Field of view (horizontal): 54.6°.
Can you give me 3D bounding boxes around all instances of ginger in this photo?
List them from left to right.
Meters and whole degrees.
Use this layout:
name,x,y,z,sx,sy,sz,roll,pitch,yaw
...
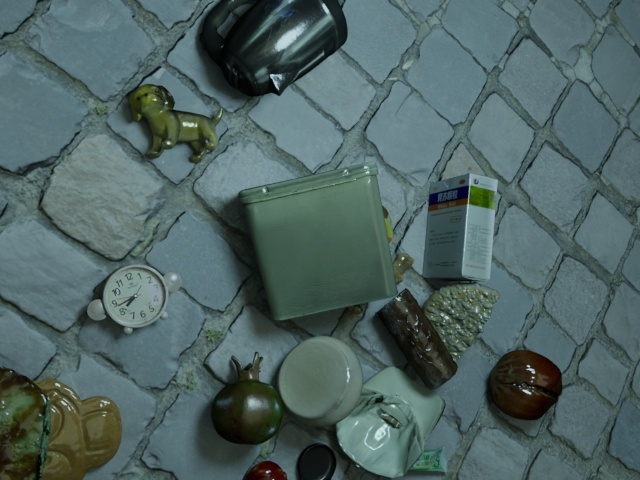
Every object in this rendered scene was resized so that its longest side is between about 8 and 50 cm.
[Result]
name,x,y,z,sx,sy,sz,roll,pitch,yaw
ginger,0.157,0.089,1.781,0.258,0.065,0.149,-32,97,-21

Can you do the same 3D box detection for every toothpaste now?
name,x,y,z,sx,sy,sz,roll,pitch,yaw
toothpaste,0.245,0.639,1.792,0.297,0.048,0.075,7,70,-26

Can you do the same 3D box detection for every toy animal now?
name,x,y,z,sx,sy,sz,roll,pitch,yaw
toy animal,-0.362,-0.289,1.543,0.233,0.121,0.169,15,69,-26

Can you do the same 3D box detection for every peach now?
name,x,y,z,sx,sy,sz,roll,pitch,yaw
peach,-0.140,0.618,1.590,0.100,0.100,0.101,2,86,-25

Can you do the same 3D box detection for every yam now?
name,x,y,z,sx,sy,sz,roll,pitch,yaw
yam,0.272,0.276,1.760,0.131,0.131,0.280,-34,91,-23

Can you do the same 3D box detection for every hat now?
name,x,y,z,sx,sy,sz,roll,pitch,yaw
hat,0.196,0.494,1.733,0.258,0.168,0.301,36,41,20

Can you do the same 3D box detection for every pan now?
name,x,y,z,sx,sy,sz,roll,pitch,yaw
pan,-0.039,0.640,1.660,0.115,0.040,0.212,49,62,-15

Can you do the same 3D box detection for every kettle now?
name,x,y,z,sx,sy,sz,roll,pitch,yaw
kettle,-0.147,-0.536,1.620,0.321,0.228,0.324,42,73,11

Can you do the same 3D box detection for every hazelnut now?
name,x,y,z,sx,sy,sz,roll,pitch,yaw
hazelnut,0.627,0.445,1.908,0.181,0.181,0.212,24,87,-42

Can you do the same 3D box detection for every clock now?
name,x,y,z,sx,sy,sz,roll,pitch,yaw
clock,-0.448,0.135,1.501,0.229,0.063,0.156,-23,98,-22

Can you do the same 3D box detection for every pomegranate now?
name,x,y,z,sx,sy,sz,roll,pitch,yaw
pomegranate,-0.182,0.395,1.550,0.181,0.181,0.224,4,69,-24

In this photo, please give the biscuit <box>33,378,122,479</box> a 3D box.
name,x,y,z,sx,sy,sz,roll,pitch,yaw
biscuit,-0.641,0.454,1.396,0.376,0.051,0.269,-8,88,-24

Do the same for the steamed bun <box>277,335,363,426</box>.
name,x,y,z,sx,sy,sz,roll,pitch,yaw
steamed bun,0.008,0.371,1.622,0.145,0.232,0.232,45,65,-55

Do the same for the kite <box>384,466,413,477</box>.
name,x,y,z,sx,sy,sz,roll,pitch,yaw
kite,0.205,0.605,1.755,0.139,0.011,0.157,33,42,4

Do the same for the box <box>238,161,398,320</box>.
name,x,y,z,sx,sy,sz,roll,pitch,yaw
box,0.000,0.000,1.596,0.352,0.177,0.344,-12,94,1

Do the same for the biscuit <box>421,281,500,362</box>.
name,x,y,z,sx,sy,sz,roll,pitch,yaw
biscuit,0.385,0.222,1.804,0.179,0.084,0.281,34,115,8

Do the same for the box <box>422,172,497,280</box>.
name,x,y,z,sx,sy,sz,roll,pitch,yaw
box,0.407,-0.032,1.826,0.106,0.200,0.299,8,83,-24

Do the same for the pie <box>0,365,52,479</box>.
name,x,y,z,sx,sy,sz,roll,pitch,yaw
pie,-0.720,0.414,1.290,0.288,0.103,0.355,2,82,-14

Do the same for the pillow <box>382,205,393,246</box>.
name,x,y,z,sx,sy,sz,roll,pitch,yaw
pillow,0.089,-0.024,1.729,0.233,0.086,0.214,19,82,-10
